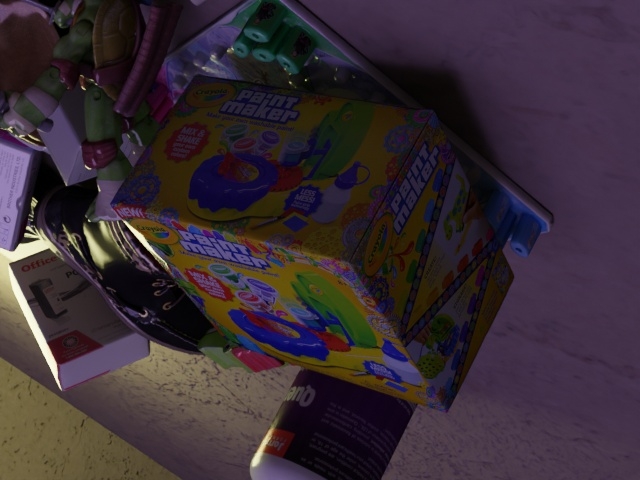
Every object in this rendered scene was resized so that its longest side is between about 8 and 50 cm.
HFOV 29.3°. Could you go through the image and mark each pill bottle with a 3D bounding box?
[{"bbox_3d":[0.016,0.292,1.789,0.181,0.323,0.181,25,158,11],"label":"pill bottle"}]

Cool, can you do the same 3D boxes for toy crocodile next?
[{"bbox_3d":[-0.037,0.132,1.737,0.340,0.105,0.115,-16,134,34],"label":"toy crocodile"}]

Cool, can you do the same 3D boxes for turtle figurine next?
[{"bbox_3d":[-0.265,-0.161,1.251,0.198,0.274,0.266,-123,15,-58],"label":"turtle figurine"}]

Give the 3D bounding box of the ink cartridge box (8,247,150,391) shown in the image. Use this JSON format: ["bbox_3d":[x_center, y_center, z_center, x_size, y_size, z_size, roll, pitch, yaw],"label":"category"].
[{"bbox_3d":[-0.392,0.111,1.988,0.218,0.158,0.092,56,157,29],"label":"ink cartridge box"}]

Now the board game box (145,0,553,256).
[{"bbox_3d":[-0.002,-0.085,1.352,0.390,0.050,0.390,37,157,-19],"label":"board game box"}]

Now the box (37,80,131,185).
[{"bbox_3d":[-0.269,-0.137,1.409,0.101,0.087,0.102,60,149,13],"label":"box"}]

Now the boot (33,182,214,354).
[{"bbox_3d":[-0.223,0.041,1.801,0.377,0.138,0.284,45,154,-22],"label":"boot"}]

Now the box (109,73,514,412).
[{"bbox_3d":[0.000,0.000,1.233,0.290,0.177,0.279,13,152,35],"label":"box"}]

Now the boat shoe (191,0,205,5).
[{"bbox_3d":[-0.132,-0.324,0.926,0.324,0.096,0.116,57,-174,-44],"label":"boat shoe"}]

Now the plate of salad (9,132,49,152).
[{"bbox_3d":[-0.413,-0.185,1.645,0.200,0.048,0.200,35,164,12],"label":"plate of salad"}]

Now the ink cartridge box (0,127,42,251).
[{"bbox_3d":[-0.572,-0.120,1.793,0.311,0.065,0.186,19,123,-3],"label":"ink cartridge box"}]

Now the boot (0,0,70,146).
[{"bbox_3d":[-0.324,-0.200,1.437,0.115,0.112,0.305,13,153,11],"label":"boot"}]

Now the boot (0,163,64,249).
[{"bbox_3d":[-0.515,-0.104,1.902,0.222,0.118,0.338,-2,148,40],"label":"boot"}]
